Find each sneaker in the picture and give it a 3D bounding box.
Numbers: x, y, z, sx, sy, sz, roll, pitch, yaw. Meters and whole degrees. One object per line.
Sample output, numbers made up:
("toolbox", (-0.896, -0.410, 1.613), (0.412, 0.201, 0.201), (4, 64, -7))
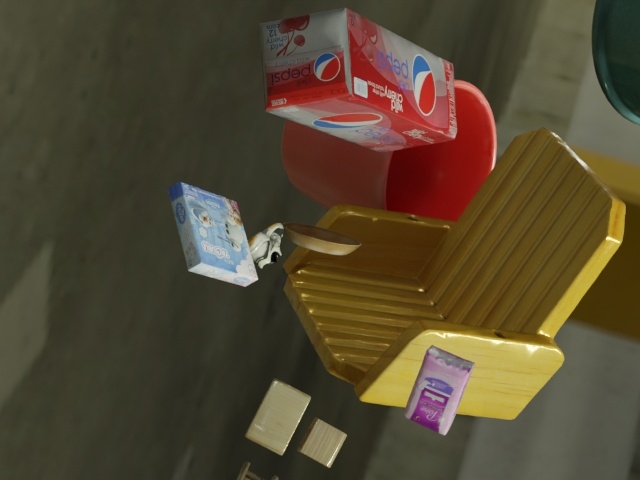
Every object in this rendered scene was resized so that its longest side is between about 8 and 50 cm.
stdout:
("sneaker", (-0.055, 0.008, 1.661), (0.032, 0.037, 0.083), (-36, 180, 26))

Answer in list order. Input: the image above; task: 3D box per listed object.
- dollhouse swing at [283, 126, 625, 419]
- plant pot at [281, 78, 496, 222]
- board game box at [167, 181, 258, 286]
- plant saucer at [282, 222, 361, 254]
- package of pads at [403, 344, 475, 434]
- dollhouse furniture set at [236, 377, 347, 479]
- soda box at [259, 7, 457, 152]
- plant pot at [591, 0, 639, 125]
("dollhouse swing", (0.166, 0.008, 2.082), (0.347, 0.315, 0.305), (-120, -136, -56))
("plant pot", (0.091, -0.132, 2.408), (0.275, 0.243, 0.275), (-23, 123, -42))
("board game box", (-0.104, -0.006, 1.548), (0.090, 0.020, 0.090), (18, 50, -54))
("plant saucer", (0.000, 0.000, 1.622), (0.083, 0.083, 0.015), (-31, 136, -78))
("package of pads", (0.119, 0.150, 1.611), (0.032, 0.050, 0.083), (-47, 158, -60))
("dollhouse furniture set", (0.006, 0.227, 1.342), (0.161, 0.182, 0.101), (-63, -179, -12))
("soda box", (0.041, -0.145, 1.501), (0.263, 0.092, 0.083), (13, 71, -64))
("plant pot", (0.549, -0.228, 1.827), (0.341, 0.334, 0.341), (-19, 125, -28))
